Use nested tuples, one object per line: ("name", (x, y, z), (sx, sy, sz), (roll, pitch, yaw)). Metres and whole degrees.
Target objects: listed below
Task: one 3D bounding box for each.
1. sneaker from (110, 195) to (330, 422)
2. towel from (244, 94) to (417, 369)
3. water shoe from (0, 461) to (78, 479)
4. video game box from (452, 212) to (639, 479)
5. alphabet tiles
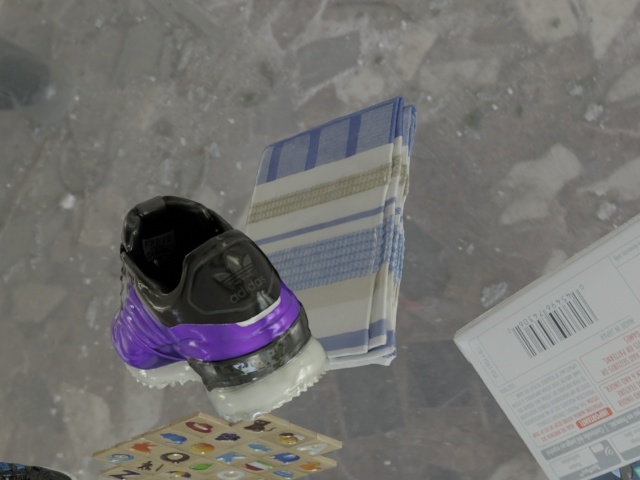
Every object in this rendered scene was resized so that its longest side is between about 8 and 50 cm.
("sneaker", (-0.104, 0.034, 0.638), (0.293, 0.102, 0.146), (-2, 118, 59))
("towel", (0.000, 0.000, 0.844), (0.209, 0.034, 0.284), (-15, 55, 36))
("water shoe", (-0.382, 0.288, 0.962), (0.203, 0.080, 0.072), (4, 64, -5))
("video game box", (0.176, 0.063, 0.304), (0.205, 0.048, 0.187), (-41, 75, 41))
("alphabet tiles", (-0.152, 0.323, 1.239), (0.343, 0.285, 0.011), (-26, 49, 32))
